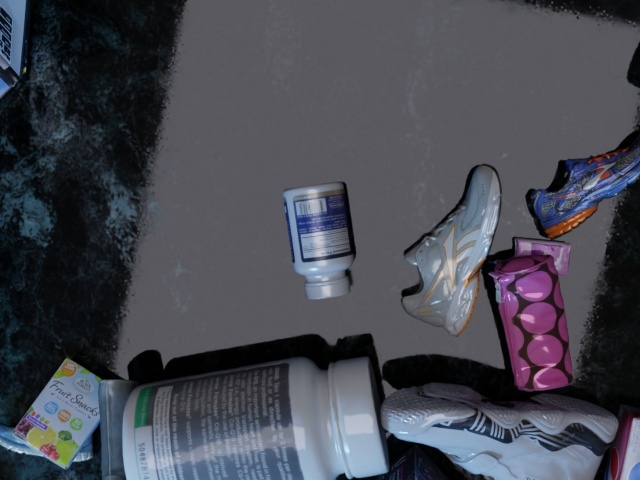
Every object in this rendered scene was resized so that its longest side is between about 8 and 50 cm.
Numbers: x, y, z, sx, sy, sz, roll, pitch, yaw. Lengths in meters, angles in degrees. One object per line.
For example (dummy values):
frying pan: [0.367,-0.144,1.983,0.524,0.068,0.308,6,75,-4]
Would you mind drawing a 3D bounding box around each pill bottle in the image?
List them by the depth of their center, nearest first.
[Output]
pill bottle: [-0.090,0.285,1.282,0.361,0.204,0.204,-11,93,6]
pill bottle: [0.000,0.000,1.311,0.094,0.094,0.169,-8,93,5]

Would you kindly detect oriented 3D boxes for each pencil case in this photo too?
pencil case: [0.311,0.125,1.282,0.098,0.095,0.209,-22,104,-29]

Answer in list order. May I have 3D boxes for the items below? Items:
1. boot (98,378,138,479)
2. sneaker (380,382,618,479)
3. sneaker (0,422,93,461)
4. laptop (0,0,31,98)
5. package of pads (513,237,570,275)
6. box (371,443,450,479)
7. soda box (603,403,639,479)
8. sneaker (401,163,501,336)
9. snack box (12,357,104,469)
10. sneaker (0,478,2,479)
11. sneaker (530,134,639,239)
boot: [-0.303,0.323,1.341,0.076,0.190,0.209,-9,74,-5]
sneaker: [0.252,0.331,1.261,0.365,0.137,0.210,7,96,-16]
sneaker: [-0.441,0.308,1.391,0.162,0.063,0.073,9,80,-2]
laptop: [-0.648,-0.352,1.274,0.382,0.408,0.236,48,62,0]
package of pads: [0.335,0.024,1.317,0.083,0.032,0.050,5,98,5]
box: [0.176,0.456,1.292,0.142,0.163,0.247,-44,90,7]
soda box: [0.476,0.389,1.305,0.092,0.083,0.263,10,94,4]
sneaker: [0.193,0.007,1.298,0.121,0.099,0.262,16,94,8]
snack box: [-0.398,0.270,1.357,0.100,0.037,0.141,32,65,0]
sneaker: [-0.562,0.374,1.400,0.134,0.051,0.070,13,100,8]
sneaker: [0.407,-0.097,1.282,0.221,0.083,0.087,-39,85,4]
